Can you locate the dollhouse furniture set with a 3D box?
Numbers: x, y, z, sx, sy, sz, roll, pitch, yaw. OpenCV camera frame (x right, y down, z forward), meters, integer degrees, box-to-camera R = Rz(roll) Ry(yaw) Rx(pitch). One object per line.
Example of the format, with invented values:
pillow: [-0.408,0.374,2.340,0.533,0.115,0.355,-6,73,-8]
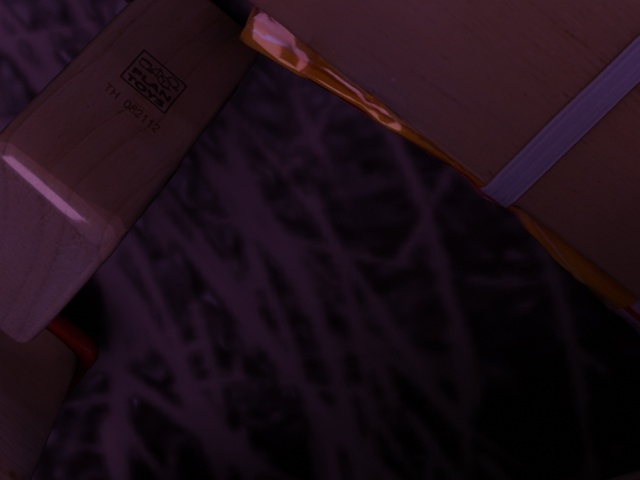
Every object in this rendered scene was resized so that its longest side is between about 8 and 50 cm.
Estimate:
dollhouse furniture set: [0.000,0.000,0.443,0.201,0.152,0.374,38,126,-7]

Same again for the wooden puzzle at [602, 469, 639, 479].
wooden puzzle: [0.095,0.123,0.520,0.116,0.014,0.079,-25,104,14]
